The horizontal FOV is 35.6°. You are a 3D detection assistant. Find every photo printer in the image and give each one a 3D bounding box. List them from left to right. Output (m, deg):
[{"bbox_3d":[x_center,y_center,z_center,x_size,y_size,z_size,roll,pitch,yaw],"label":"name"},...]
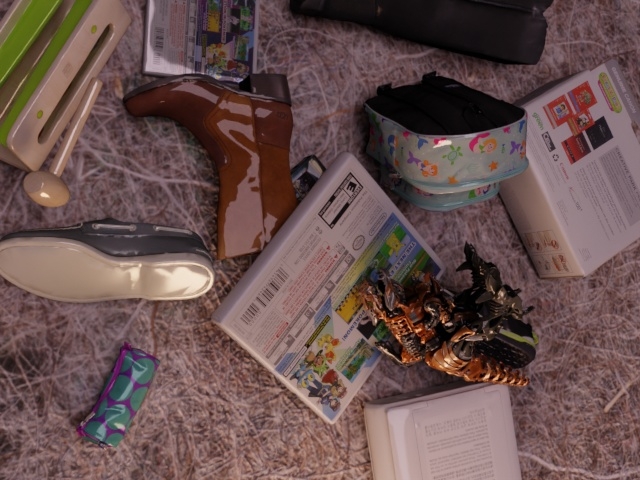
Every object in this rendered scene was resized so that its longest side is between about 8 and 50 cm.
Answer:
[{"bbox_3d":[0.211,0.396,1.646,0.256,0.107,0.308,-9,91,-23],"label":"photo printer"}]

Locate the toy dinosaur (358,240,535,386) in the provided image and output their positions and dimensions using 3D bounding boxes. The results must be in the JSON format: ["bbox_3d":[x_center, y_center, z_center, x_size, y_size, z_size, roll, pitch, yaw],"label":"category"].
[{"bbox_3d":[0.211,0.131,1.592,0.218,0.164,0.322,-49,132,11],"label":"toy dinosaur"}]

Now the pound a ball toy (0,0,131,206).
[{"bbox_3d":[-0.371,-0.205,1.411,0.208,0.136,0.319,23,75,17],"label":"pound a ball toy"}]

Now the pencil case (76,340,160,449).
[{"bbox_3d":[-0.298,0.230,1.467,0.070,0.064,0.152,39,70,-42],"label":"pencil case"}]

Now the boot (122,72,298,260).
[{"bbox_3d":[-0.161,-0.109,1.527,0.264,0.096,0.280,-3,86,-23],"label":"boot"}]

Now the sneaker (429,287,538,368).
[{"bbox_3d":[0.276,0.136,1.723,0.234,0.084,0.097,33,46,-16],"label":"sneaker"}]

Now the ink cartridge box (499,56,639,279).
[{"bbox_3d":[0.459,-0.129,1.775,0.272,0.130,0.309,-30,98,-23],"label":"ink cartridge box"}]

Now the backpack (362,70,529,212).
[{"bbox_3d":[0.208,-0.156,1.608,0.225,0.253,0.191,-16,112,-24],"label":"backpack"}]

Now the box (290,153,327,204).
[{"bbox_3d":[0.000,0.000,1.619,0.159,0.044,0.233,-43,103,-19],"label":"box"}]

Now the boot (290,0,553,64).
[{"bbox_3d":[0.205,-0.502,1.648,0.445,0.146,0.367,9,111,-19],"label":"boot"}]

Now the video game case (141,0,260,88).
[{"bbox_3d":[-0.187,-0.349,1.578,0.183,0.023,0.201,5,83,-22],"label":"video game case"}]

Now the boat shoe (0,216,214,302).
[{"bbox_3d":[-0.318,0.021,1.476,0.319,0.116,0.099,5,41,-16],"label":"boat shoe"}]

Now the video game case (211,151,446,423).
[{"bbox_3d":[0.025,0.079,1.560,0.329,0.036,0.300,-53,126,-14],"label":"video game case"}]
